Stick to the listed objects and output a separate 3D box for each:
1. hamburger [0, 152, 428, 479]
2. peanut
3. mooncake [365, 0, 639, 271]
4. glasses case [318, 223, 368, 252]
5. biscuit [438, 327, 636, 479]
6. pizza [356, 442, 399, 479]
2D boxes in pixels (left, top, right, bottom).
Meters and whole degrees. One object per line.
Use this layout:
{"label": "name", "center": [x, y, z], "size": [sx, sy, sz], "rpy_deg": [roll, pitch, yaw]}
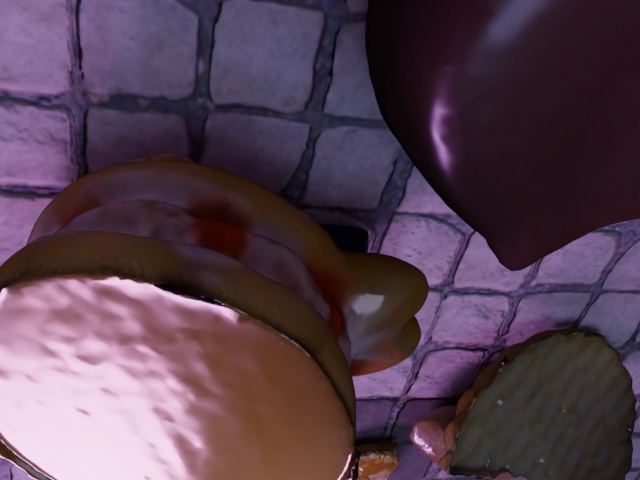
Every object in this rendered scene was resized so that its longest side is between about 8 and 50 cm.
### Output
{"label": "hamburger", "center": [-0.077, 0.067, 0.479], "size": [0.303, 0.186, 0.260], "rpy_deg": [-1, 127, 13]}
{"label": "peanut", "center": [0.166, 0.226, 0.743], "size": [0.152, 0.076, 0.076], "rpy_deg": [25, 119, -22]}
{"label": "mooncake", "center": [0.209, -0.127, 0.408], "size": [0.326, 0.174, 0.334], "rpy_deg": [-35, 130, 19]}
{"label": "glasses case", "center": [0.000, 0.000, 0.557], "size": [0.083, 0.023, 0.033], "rpy_deg": [0, 130, -13]}
{"label": "biscuit", "center": [0.255, 0.183, 0.712], "size": [0.274, 0.036, 0.187], "rpy_deg": [23, 92, -28]}
{"label": "pizza", "center": [0.039, 0.283, 0.789], "size": [0.123, 0.026, 0.108], "rpy_deg": [-14, 125, -2]}
